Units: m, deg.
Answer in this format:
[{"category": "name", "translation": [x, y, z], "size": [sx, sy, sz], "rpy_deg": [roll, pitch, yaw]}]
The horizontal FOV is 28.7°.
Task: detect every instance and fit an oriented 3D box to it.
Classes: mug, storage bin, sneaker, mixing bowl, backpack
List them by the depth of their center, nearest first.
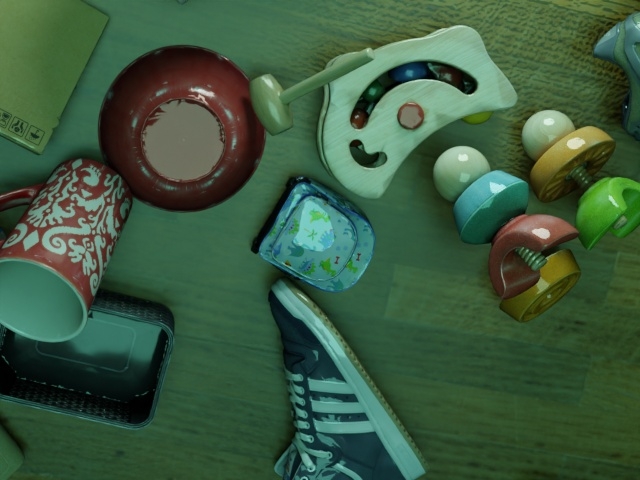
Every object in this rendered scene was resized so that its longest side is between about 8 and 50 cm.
[{"category": "mug", "translation": [-0.271, -0.008, 1.258], "size": [0.113, 0.169, 0.150], "rpy_deg": [-30, 117, 37]}, {"category": "mixing bowl", "translation": [-0.142, -0.109, 1.303], "size": [0.181, 0.098, 0.181], "rpy_deg": [-2, 102, -7]}, {"category": "storage bin", "translation": [-0.254, 0.118, 1.342], "size": [0.180, 0.084, 0.122], "rpy_deg": [14, 99, -10]}, {"category": "backpack", "translation": [0.000, 0.000, 1.348], "size": [0.114, 0.084, 0.105], "rpy_deg": [29, 99, -14]}, {"category": "sneaker", "translation": [0.398, -0.131, 1.368], "size": [0.121, 0.111, 0.300], "rpy_deg": [-17, 114, 29]}, {"category": "sneaker", "translation": [-0.012, 0.187, 1.377], "size": [0.153, 0.099, 0.282], "rpy_deg": [-34, 106, -1]}]

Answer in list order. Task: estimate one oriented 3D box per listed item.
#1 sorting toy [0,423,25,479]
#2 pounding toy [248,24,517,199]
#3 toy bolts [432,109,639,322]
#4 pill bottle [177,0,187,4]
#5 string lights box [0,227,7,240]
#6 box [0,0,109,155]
[{"category": "sorting toy", "translation": [-0.421, 0.258, 1.307], "size": [0.307, 0.041, 0.229], "rpy_deg": [53, 49, -11]}, {"category": "pounding toy", "translation": [0.072, -0.126, 1.294], "size": [0.269, 0.155, 0.154], "rpy_deg": [-15, 98, -3]}, {"category": "toy bolts", "translation": [0.206, -0.027, 1.333], "size": [0.158, 0.228, 0.218], "rpy_deg": [52, 126, 21]}, {"category": "pill bottle", "translation": [-0.074, -0.373, 1.225], "size": [0.283, 0.161, 0.161], "rpy_deg": [-41, 103, 2]}, {"category": "string lights box", "translation": [-0.435, -0.050, 1.291], "size": [0.133, 0.077, 0.260], "rpy_deg": [-27, 103, 0]}, {"category": "box", "translation": [-0.335, -0.204, 1.260], "size": [0.201, 0.021, 0.164], "rpy_deg": [28, 79, -21]}]
